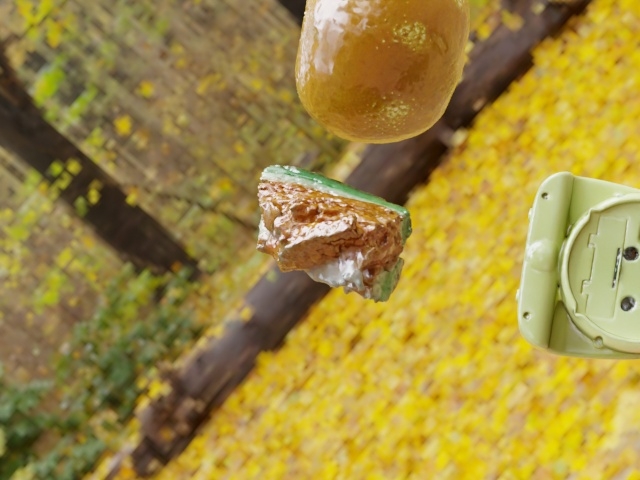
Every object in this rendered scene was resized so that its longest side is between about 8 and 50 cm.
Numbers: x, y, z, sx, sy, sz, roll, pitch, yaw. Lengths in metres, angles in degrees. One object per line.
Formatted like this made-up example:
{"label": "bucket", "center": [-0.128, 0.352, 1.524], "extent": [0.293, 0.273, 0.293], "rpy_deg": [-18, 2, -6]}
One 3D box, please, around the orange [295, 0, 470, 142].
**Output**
{"label": "orange", "center": [0.067, -0.208, 1.583], "extent": [0.158, 0.179, 0.237], "rpy_deg": [-92, 13, -66]}

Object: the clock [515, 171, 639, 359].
{"label": "clock", "center": [0.303, 0.031, 1.371], "extent": [0.069, 0.232, 0.170], "rpy_deg": [42, -124, -77]}

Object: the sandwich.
{"label": "sandwich", "center": [-0.007, -0.003, 1.514], "extent": [0.160, 0.184, 0.109], "rpy_deg": [-17, -57, -61]}
